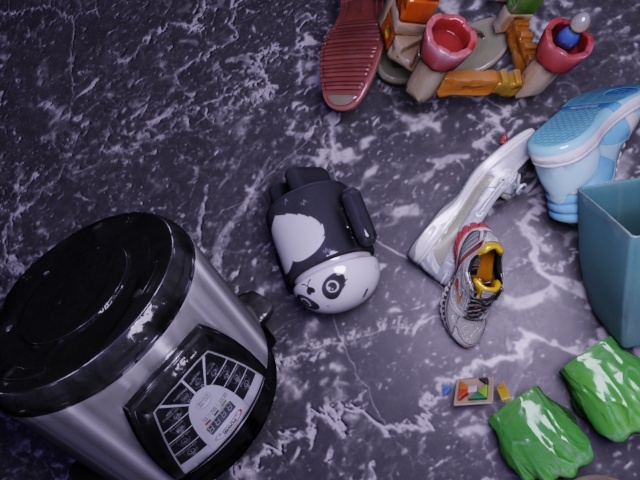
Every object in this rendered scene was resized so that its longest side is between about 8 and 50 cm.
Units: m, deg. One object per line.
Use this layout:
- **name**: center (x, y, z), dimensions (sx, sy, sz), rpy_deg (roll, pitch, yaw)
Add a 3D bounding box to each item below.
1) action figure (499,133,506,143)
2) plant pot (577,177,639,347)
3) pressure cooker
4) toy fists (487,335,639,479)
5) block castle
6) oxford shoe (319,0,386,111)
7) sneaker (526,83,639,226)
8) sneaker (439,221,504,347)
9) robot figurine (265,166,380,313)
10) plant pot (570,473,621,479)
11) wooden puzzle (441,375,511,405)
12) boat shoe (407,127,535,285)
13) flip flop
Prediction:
- **action figure**: center (0.400, -0.172, 1.071), dimensions (0.115, 0.038, 0.030), rpy_deg (32, 102, 18)
- **plant pot**: center (0.512, 0.042, 0.888), dimensions (0.166, 0.165, 0.234), rpy_deg (-9, 119, 0)
- **pressure cooker**: center (-0.275, 0.205, 0.947), dimensions (0.370, 0.420, 0.375), rpy_deg (-17, 41, 14)
- **toy fists**: center (0.424, 0.290, 0.932), dimensions (0.279, 0.096, 0.142), rpy_deg (-35, 60, 4)
- **block castle**: center (0.271, -0.484, 1.003), dimensions (0.303, 0.213, 0.453), rpy_deg (-3, 71, -12)
- **oxford shoe**: center (0.085, -0.399, 1.140), dimensions (0.123, 0.130, 0.348), rpy_deg (9, 74, 18)
- **sneaker**: center (0.492, -0.143, 1.013), dimensions (0.319, 0.208, 0.127), rpy_deg (-33, 26, -27)
- **sneaker**: center (0.264, 0.087, 0.976), dimensions (0.088, 0.093, 0.225), rpy_deg (-2, 111, -8)
- **robot figurine**: center (-0.001, -0.001, 1.047), dimensions (0.174, 0.209, 0.278), rpy_deg (-20, 73, -6)
- **plant pot**: center (0.445, 0.546, 0.782), dimensions (0.280, 0.323, 0.323), rpy_deg (34, 86, 1)
- **wooden puzzle**: center (0.267, 0.259, 0.980), dimensions (0.116, 0.078, 0.014), rpy_deg (-15, 110, 19)
- **boat shoe**: center (0.295, -0.064, 1.034), dimensions (0.103, 0.118, 0.320), rpy_deg (42, 93, 10)
- **flip flop**: center (0.247, -0.384, 1.127), dimensions (0.277, 0.080, 0.112), rpy_deg (-11, 75, 2)
